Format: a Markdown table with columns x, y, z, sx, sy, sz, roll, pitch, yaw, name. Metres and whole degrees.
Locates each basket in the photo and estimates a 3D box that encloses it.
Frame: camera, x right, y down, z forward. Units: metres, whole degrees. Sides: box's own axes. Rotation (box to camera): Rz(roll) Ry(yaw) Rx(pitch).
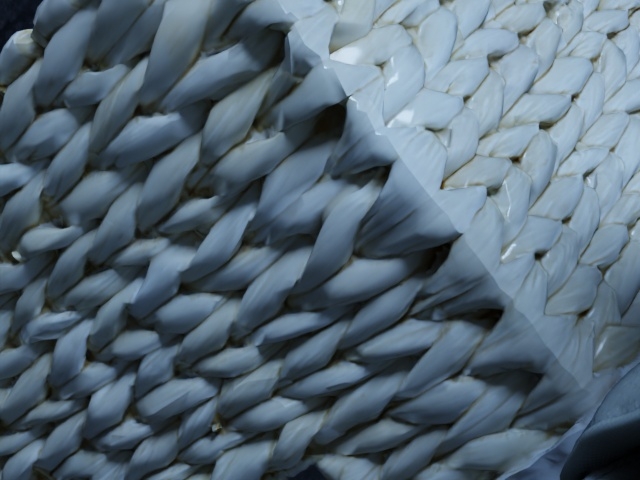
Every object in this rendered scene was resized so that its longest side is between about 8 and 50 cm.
| x | y | z | sx | sy | sz | roll | pitch | yaw | name |
| --- | --- | --- | --- | --- | --- | --- | --- | --- | --- |
| 0.000 | 0.000 | 0.632 | 0.328 | 0.266 | 0.331 | -37 | 5 | 37 | basket |

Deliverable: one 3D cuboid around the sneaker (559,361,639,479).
| x | y | z | sx | sy | sz | roll | pitch | yaw | name |
| --- | --- | --- | --- | --- | --- | --- | --- | --- | --- |
| 0.107 | 0.050 | 0.346 | 0.121 | 0.099 | 0.262 | -34 | -12 | 6 | sneaker |
